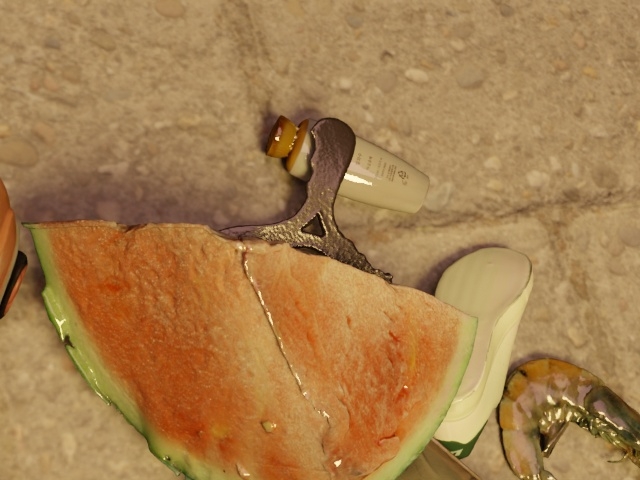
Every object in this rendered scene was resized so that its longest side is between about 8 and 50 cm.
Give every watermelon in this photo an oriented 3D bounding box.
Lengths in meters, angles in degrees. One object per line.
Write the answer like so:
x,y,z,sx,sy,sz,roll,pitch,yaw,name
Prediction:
-0.072,0.117,0.815,0.319,0.292,0.222,24,70,-48,watermelon

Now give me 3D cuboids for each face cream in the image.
0.030,-0.082,1.020,0.182,0.051,0.072,21,68,-12,face cream

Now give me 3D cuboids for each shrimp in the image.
0.283,0.222,0.992,0.217,0.051,0.150,34,64,5,shrimp

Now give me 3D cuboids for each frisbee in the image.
0.000,0.000,0.978,0.211,0.012,0.187,-44,101,-11,frisbee

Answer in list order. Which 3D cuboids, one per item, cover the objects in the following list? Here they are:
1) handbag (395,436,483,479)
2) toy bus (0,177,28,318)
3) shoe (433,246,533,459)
0.111,0.289,0.854,0.270,0.117,0.182,37,79,8,handbag
-0.352,0.039,0.733,0.194,0.232,0.288,25,61,-12,toy bus
0.157,0.114,0.975,0.095,0.110,0.265,8,35,25,shoe
